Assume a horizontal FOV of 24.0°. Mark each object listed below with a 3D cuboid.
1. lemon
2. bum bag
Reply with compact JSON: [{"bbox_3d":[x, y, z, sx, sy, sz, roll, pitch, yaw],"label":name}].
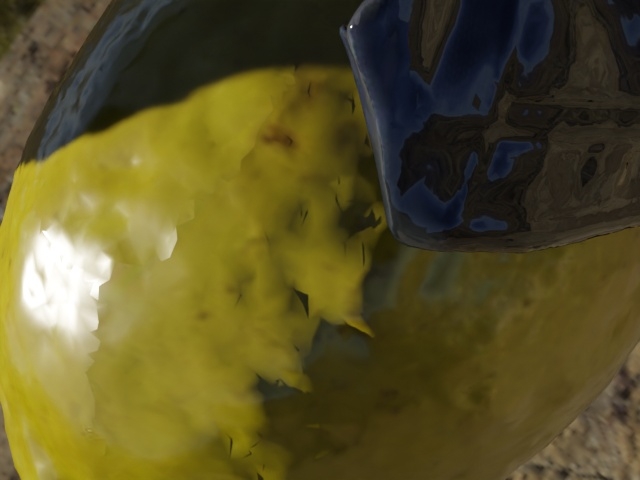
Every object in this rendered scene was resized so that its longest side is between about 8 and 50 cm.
[{"bbox_3d":[0.005,-0.005,0.633,0.285,0.285,0.316,4,51,43],"label":"lemon"},{"bbox_3d":[0.141,-0.067,0.446,0.074,0.310,0.137,18,107,56],"label":"bum bag"}]
